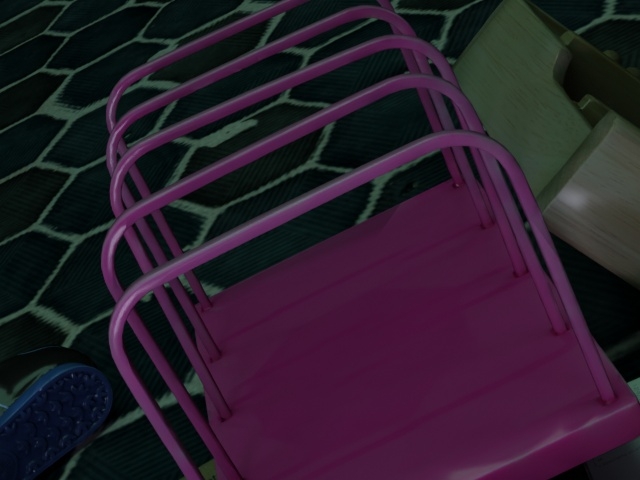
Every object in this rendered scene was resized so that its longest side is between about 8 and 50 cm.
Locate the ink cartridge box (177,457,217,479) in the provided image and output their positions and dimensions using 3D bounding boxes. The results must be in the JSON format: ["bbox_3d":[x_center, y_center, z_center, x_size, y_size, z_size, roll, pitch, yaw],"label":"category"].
[{"bbox_3d":[-0.010,0.184,0.666,0.235,0.088,0.193,-31,26,-3],"label":"ink cartridge box"}]

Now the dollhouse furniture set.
[{"bbox_3d":[0.274,-0.172,0.730,0.394,0.362,0.256,-52,21,18],"label":"dollhouse furniture set"}]

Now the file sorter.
[{"bbox_3d":[0.000,0.000,0.677,0.202,0.182,0.290,-26,26,2],"label":"file sorter"}]

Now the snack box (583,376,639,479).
[{"bbox_3d":[0.232,0.146,0.532,0.187,0.060,0.322,-25,28,9],"label":"snack box"}]

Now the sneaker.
[{"bbox_3d":[-0.266,0.158,0.966,0.232,0.081,0.090,-32,24,-19],"label":"sneaker"}]
